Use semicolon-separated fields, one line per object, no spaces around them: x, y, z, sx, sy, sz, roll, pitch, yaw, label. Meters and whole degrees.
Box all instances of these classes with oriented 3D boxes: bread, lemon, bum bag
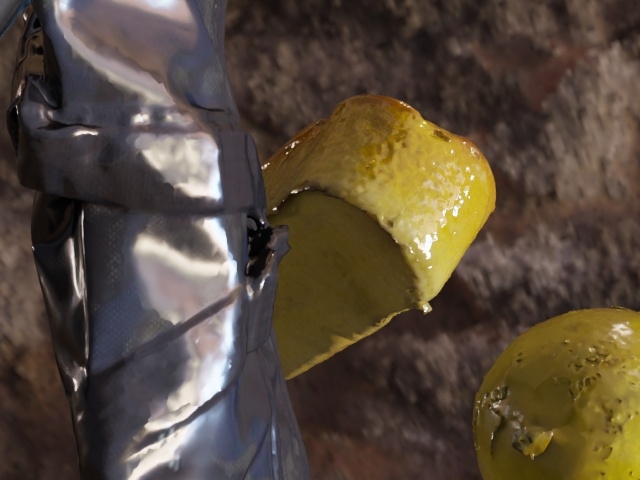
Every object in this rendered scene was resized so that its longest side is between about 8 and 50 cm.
0.000;0.000;0.987;0.102;0.245;0.094;39;-119;-9;bread
0.197;0.129;1.278;0.173;0.173;0.206;21;-146;32;lemon
-0.055;0.005;0.676;0.074;0.137;0.310;-5;-83;29;bum bag

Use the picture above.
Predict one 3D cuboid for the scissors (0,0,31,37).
-0.133;-0.086;0.731;0.058;0.014;0.119;42;-93;-5;scissors
